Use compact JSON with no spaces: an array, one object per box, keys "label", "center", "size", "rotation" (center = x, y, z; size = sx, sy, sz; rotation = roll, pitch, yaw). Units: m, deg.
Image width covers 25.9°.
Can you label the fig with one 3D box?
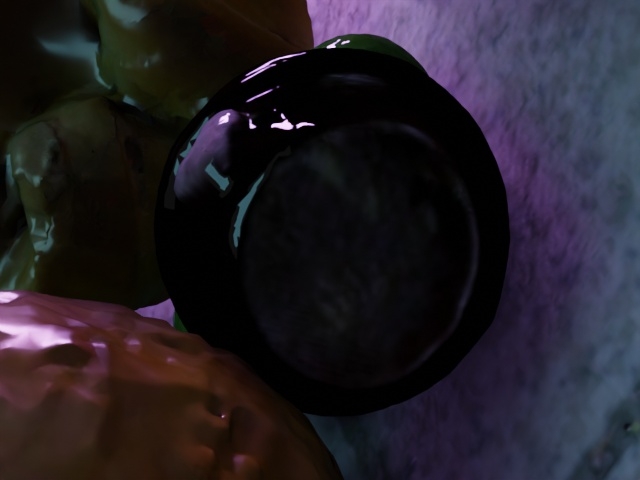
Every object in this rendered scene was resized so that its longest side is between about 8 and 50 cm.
[{"label":"fig","center":[-0.113,0.132,0.659],"size":[0.286,0.286,0.369],"rotation":[-62,4,19]}]

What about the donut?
[{"label":"donut","center":[-0.174,-0.121,0.815],"size":[0.170,0.360,0.360],"rotation":[-177,100,-78]}]

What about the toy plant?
[{"label":"toy plant","center":[0.000,0.000,0.703],"size":[0.235,0.175,0.218],"rotation":[-126,61,-81]}]
